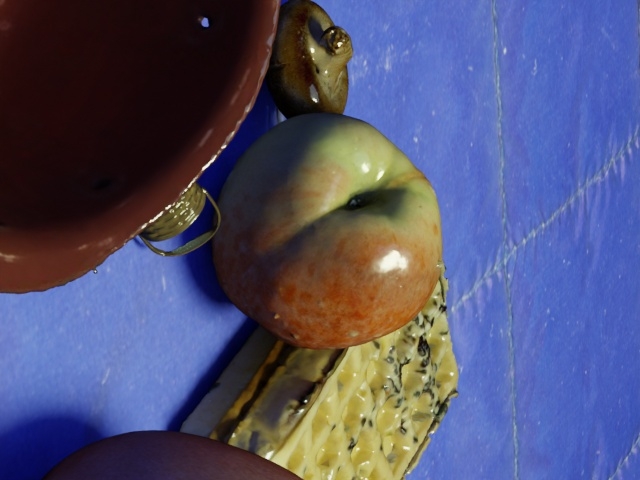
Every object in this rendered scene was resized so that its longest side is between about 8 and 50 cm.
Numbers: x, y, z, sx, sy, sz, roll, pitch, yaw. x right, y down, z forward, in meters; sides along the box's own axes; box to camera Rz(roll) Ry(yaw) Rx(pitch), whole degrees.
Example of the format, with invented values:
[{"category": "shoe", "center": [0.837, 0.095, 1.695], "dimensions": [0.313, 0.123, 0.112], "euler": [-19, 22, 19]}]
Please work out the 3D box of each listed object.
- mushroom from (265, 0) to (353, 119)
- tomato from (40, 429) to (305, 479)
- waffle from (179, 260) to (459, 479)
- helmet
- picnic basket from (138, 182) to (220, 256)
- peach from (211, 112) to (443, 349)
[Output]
[{"category": "mushroom", "center": [-0.013, -0.165, 1.744], "dimensions": [0.109, 0.085, 0.126], "euler": [106, -20, -78]}, {"category": "tomato", "center": [-0.104, 0.303, 1.462], "dimensions": [0.321, 0.321, 0.321], "euler": [-24, 118, -57]}, {"category": "waffle", "center": [0.015, 0.170, 1.850], "dimensions": [0.376, 0.114, 0.261], "euler": [-53, 140, -42]}, {"category": "helmet", "center": [-0.219, -0.169, 1.218], "dimensions": [0.385, 0.230, 0.337], "euler": [-62, 144, -15]}, {"category": "picnic basket", "center": [-0.126, -0.022, 1.590], "dimensions": [0.083, 0.072, 0.072], "euler": [55, 50, -40]}, {"category": "peach", "center": [0.000, 0.000, 1.701], "dimensions": [0.232, 0.232, 0.232], "euler": [-24, 118, -57]}]
